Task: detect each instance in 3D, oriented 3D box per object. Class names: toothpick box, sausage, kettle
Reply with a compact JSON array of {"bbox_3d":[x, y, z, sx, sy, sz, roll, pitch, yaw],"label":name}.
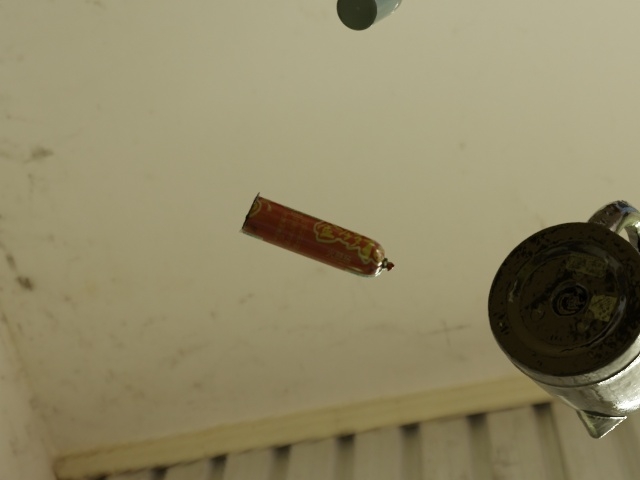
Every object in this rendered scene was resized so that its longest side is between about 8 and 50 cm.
[{"bbox_3d":[0.057,-0.273,1.287,0.052,0.052,0.083,-1,-157,27],"label":"toothpick box"},{"bbox_3d":[0.000,0.000,1.903,0.264,0.083,0.083,20,-152,0],"label":"sausage"},{"bbox_3d":[0.415,0.105,1.635,0.228,0.324,0.320,8,-111,34],"label":"kettle"}]
